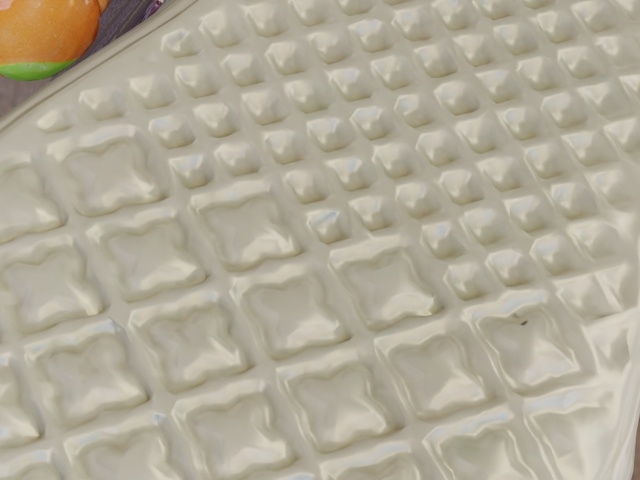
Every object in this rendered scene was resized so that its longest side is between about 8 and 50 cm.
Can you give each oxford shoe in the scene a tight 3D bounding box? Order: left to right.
[{"bbox_3d":[0.000,0.000,0.479,0.169,0.449,0.130,26,142,1],"label":"oxford shoe"}]

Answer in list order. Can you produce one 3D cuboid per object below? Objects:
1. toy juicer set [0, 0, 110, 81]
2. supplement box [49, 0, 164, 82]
[{"bbox_3d":[-0.175,-0.187,0.628,0.209,0.089,0.329,-16,91,12],"label":"toy juicer set"},{"bbox_3d":[-0.068,-0.109,0.924,0.073,0.239,0.130,35,121,-15],"label":"supplement box"}]
